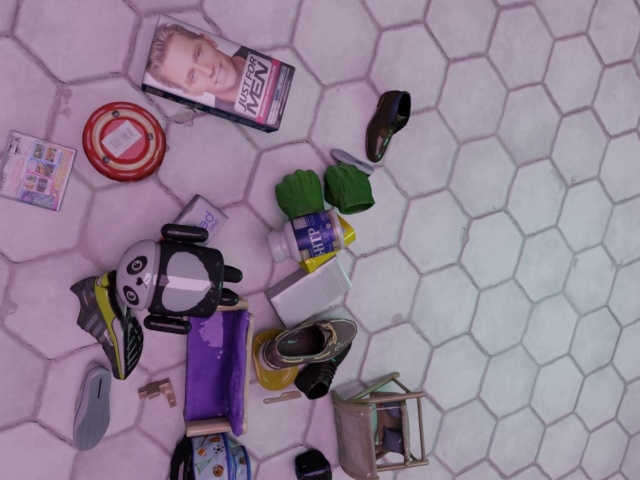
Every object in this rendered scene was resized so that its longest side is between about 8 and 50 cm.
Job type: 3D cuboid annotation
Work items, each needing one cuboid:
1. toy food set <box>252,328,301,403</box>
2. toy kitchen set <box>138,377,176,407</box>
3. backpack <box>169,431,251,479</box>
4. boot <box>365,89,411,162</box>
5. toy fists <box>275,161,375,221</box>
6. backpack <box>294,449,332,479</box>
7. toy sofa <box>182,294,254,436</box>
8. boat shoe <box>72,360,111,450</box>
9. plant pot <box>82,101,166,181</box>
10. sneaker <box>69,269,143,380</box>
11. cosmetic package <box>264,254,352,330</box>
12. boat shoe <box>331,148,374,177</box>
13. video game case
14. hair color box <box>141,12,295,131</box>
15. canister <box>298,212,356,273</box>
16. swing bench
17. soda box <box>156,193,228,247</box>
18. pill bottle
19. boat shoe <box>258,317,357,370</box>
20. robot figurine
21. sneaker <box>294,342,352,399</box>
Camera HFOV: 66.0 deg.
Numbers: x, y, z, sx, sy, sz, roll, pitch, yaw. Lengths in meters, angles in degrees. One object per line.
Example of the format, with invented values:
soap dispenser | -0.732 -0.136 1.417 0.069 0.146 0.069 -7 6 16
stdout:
toy food set | -0.135 0.355 1.423 0.128 0.071 0.218 -11 97 -23
toy kitchen set | -0.434 0.425 1.317 0.083 0.068 0.075 -17 104 -18
backpack | -0.287 0.645 1.314 0.213 0.276 0.264 -8 95 -25
boot | 0.196 -0.334 1.430 0.082 0.106 0.219 13 93 -22
toy fists | 0.012 -0.134 1.376 0.279 0.096 0.142 -12 73 -16
backpack | -0.026 0.698 1.492 0.104 0.114 0.084 -9 102 -17
toy sofa | -0.278 0.332 1.307 0.150 0.177 0.363 1 98 -22
boat shoe | -0.579 0.418 1.258 0.083 0.075 0.226 12 99 -40
plant pot | -0.456 -0.228 1.158 0.191 0.174 0.191 -4 101 -22
sneaker | -0.533 0.215 1.239 0.121 0.111 0.300 -2 109 10
cosmetic package | -0.034 0.141 1.425 0.231 0.085 0.117 -31 108 -12
boat shoe | 0.090 -0.220 1.440 0.142 0.049 0.040 24 127 -18
video game case | -0.673 -0.162 1.164 0.143 0.019 0.157 16 91 -23
hair color box | -0.255 -0.409 1.245 0.347 0.105 0.174 14 92 -22
canister | 0.000 0.000 1.396 0.169 0.126 0.073 -35 141 -15
swing bench | 0.181 0.584 1.530 0.254 0.165 0.254 -11 102 -19
soda box | -0.368 0.018 1.270 0.098 0.091 0.286 41 82 -21
pill bottle | -0.039 -0.006 1.288 0.186 0.112 0.112 -17 104 -3
boat shoe | -0.014 0.281 1.381 0.324 0.096 0.117 -8 71 -35
robot figurine | -0.327 0.091 1.151 0.278 0.174 0.209 11 50 -24
sneaker | 0.028 0.379 1.464 0.222 0.118 0.083 -45 110 -10
